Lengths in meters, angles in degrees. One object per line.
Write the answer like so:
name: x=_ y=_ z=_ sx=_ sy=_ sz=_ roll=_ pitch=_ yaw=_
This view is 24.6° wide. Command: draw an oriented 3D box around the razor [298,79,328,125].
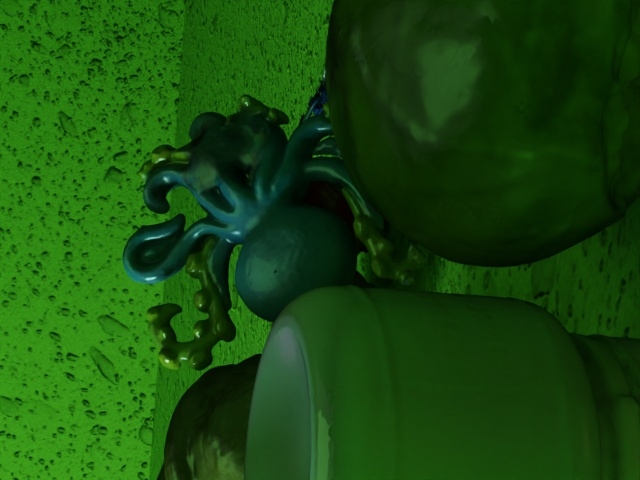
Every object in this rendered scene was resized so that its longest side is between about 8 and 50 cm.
razor: x=-0.005 y=-0.079 z=2.016 sx=0.093 sy=0.056 sz=0.324 roll=126 pitch=146 yaw=-59

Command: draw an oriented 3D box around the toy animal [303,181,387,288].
toy animal: x=0.000 y=0.000 z=1.776 sx=0.171 sy=0.171 sz=0.198 roll=-175 pitch=87 yaw=-75

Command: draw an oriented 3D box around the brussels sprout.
brussels sprout: x=0.152 y=-0.143 z=1.096 sx=0.344 sy=0.268 sz=0.344 roll=-38 pitch=39 yaw=40

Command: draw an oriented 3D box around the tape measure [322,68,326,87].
tape measure: x=0.036 y=-0.212 z=1.912 sx=0.094 sy=0.054 sz=0.091 roll=114 pitch=151 yaw=-55

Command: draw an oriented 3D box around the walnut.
walnut: x=-0.053 y=0.263 z=1.630 sx=0.253 sy=0.282 sz=0.277 roll=64 pitch=-146 yaw=-14

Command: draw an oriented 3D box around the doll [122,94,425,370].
doll: x=-0.065 y=-0.016 z=1.672 sx=0.346 sy=0.099 sz=0.341 roll=-35 pitch=59 yaw=12

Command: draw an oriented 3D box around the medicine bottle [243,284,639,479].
medicine bottle: x=0.115 y=0.158 z=0.993 sx=0.241 sy=0.301 sz=0.241 roll=-175 pitch=90 yaw=-76
